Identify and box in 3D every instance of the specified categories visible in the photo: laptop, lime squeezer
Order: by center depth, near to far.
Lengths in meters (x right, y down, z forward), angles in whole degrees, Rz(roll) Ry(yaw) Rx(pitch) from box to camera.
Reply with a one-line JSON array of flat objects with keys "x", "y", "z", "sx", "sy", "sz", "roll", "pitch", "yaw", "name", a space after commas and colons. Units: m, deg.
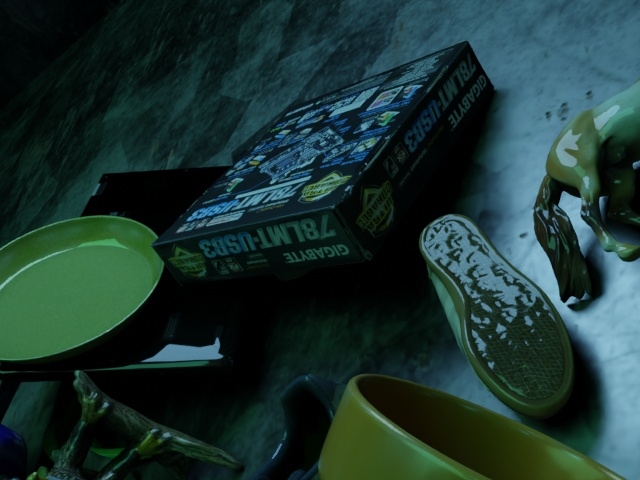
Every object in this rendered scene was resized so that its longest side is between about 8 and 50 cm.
[{"x": -0.283, "y": 0.247, "z": 1.005, "sx": 0.109, "sy": 0.059, "sz": 0.310, "roll": -27, "pitch": 21, "yaw": -27, "name": "lime squeezer"}, {"x": -0.255, "y": 0.108, "z": 1.062, "sx": 0.407, "sy": 0.237, "sz": 0.382, "roll": -3, "pitch": 39, "yaw": 9, "name": "laptop"}]

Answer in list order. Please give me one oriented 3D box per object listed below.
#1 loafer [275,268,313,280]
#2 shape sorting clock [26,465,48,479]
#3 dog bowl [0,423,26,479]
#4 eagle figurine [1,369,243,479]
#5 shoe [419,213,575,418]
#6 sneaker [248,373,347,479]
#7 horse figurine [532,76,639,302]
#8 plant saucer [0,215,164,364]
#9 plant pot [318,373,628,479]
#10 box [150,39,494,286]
[{"x": 0.000, "y": 0.000, "z": 0.907, "sx": 0.125, "sy": 0.039, "sz": 0.045, "roll": -43, "pitch": 76, "yaw": 12, "name": "loafer"}, {"x": -0.334, "y": 0.359, "z": 0.901, "sx": 0.206, "sy": 0.040, "sz": 0.206, "roll": -163, "pitch": 90, "yaw": -74, "name": "shape sorting clock"}, {"x": -0.539, "y": 0.370, "z": 1.137, "sx": 0.264, "sy": 0.104, "sz": 0.265, "roll": -32, "pitch": 36, "yaw": 27, "name": "dog bowl"}, {"x": -0.257, "y": 0.278, "z": 0.748, "sx": 0.226, "sy": 0.225, "sz": 0.298, "roll": 4, "pitch": 52, "yaw": 39, "name": "eagle figurine"}, {"x": 0.142, "y": 0.060, "z": 0.646, "sx": 0.076, "sy": 0.058, "sz": 0.219, "roll": -24, "pitch": 39, "yaw": 4, "name": "shoe"}, {"x": -0.014, "y": 0.235, "z": 0.587, "sx": 0.111, "sy": 0.121, "sz": 0.300, "roll": -24, "pitch": 40, "yaw": 37, "name": "sneaker"}, {"x": 0.257, "y": -0.074, "z": 0.624, "sx": 0.263, "sy": 0.066, "sz": 0.174, "roll": -42, "pitch": 38, "yaw": 10, "name": "horse figurine"}, {"x": -0.289, "y": 0.058, "z": 0.910, "sx": 0.240, "sy": 0.037, "sz": 0.241, "roll": -7, "pitch": 38, "yaw": 6, "name": "plant saucer"}, {"x": 0.076, "y": 0.204, "z": 0.458, "sx": 0.205, "sy": 0.205, "sz": 0.188, "roll": 26, "pitch": 94, "yaw": 58, "name": "plant pot"}, {"x": 0.001, "y": -0.078, "z": 0.874, "sx": 0.295, "sy": 0.073, "sz": 0.293, "roll": -11, "pitch": 32, "yaw": 45, "name": "box"}]
